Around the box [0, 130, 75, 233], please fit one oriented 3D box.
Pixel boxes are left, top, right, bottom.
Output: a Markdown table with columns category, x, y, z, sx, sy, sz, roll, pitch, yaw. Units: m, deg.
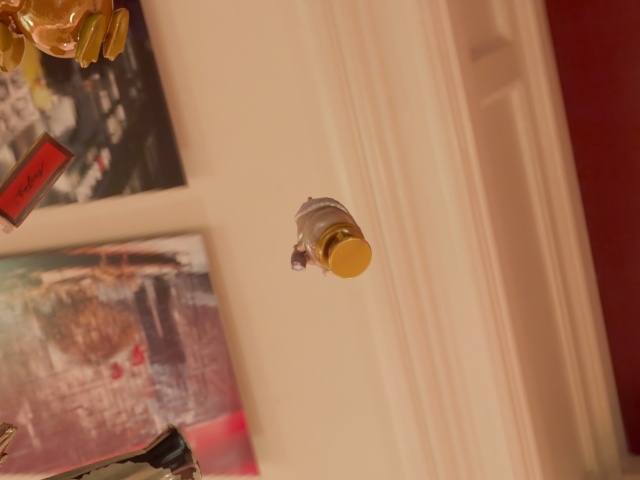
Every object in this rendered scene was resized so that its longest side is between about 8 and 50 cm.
| category | x | y | z | sx | sy | sz | roll | pitch | yaw |
| --- | --- | --- | --- | --- | --- | --- | --- | --- | --- |
| box | -0.486 | -0.090 | 1.821 | 0.153 | 0.074 | 0.240 | -49 | -167 | -14 |

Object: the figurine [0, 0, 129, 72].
| category | x | y | z | sx | sy | sz | roll | pitch | yaw |
| --- | --- | --- | --- | --- | --- | --- | --- | --- | --- |
| figurine | -0.414 | -0.354 | 1.646 | 0.228 | 0.215 | 0.215 | -1 | -166 | 12 |

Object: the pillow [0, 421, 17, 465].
| category | x | y | z | sx | sy | sz | roll | pitch | yaw |
| --- | --- | --- | --- | --- | --- | --- | --- | --- | --- |
| pillow | -0.377 | 0.260 | 1.142 | 0.126 | 0.043 | 0.232 | -46 | 178 | -36 |

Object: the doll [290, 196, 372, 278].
| category | x | y | z | sx | sy | sz | roll | pitch | yaw |
| --- | --- | --- | --- | --- | --- | --- | --- | --- | --- |
| doll | 0.000 | 0.000 | 1.142 | 0.084 | 0.073 | 0.127 | -39 | -148 | -3 |

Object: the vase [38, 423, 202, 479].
| category | x | y | z | sx | sy | sz | roll | pitch | yaw |
| --- | --- | --- | --- | --- | --- | --- | --- | --- | --- |
| vase | -0.364 | 0.409 | 1.687 | 0.360 | 0.165 | 0.165 | -25 | -164 | -27 |
